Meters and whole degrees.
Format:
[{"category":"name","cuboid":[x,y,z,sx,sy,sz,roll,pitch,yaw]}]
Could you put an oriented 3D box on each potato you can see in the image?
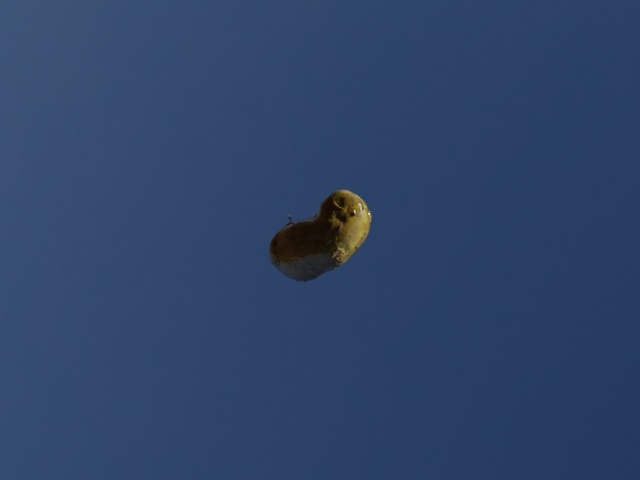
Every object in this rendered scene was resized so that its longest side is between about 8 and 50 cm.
[{"category":"potato","cuboid":[0.000,0.000,1.203,0.092,0.045,0.046,-33,-146,31]}]
